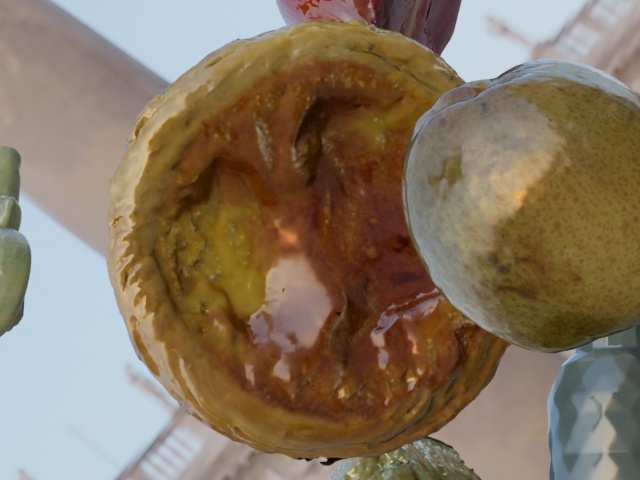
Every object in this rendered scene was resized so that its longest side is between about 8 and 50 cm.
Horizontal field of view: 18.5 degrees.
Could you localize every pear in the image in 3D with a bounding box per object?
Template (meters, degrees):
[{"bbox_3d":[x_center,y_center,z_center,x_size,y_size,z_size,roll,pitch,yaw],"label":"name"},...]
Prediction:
[{"bbox_3d":[0.164,-0.033,1.449,0.228,0.211,0.188,-30,21,47],"label":"pear"}]

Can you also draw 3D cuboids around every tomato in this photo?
[{"bbox_3d":[0.051,-0.324,2.132,0.335,0.176,0.289,51,-125,-64],"label":"tomato"}]

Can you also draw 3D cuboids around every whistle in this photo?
[{"bbox_3d":[-0.352,0.009,2.136,0.067,0.258,0.126,19,-41,-27],"label":"whistle"}]

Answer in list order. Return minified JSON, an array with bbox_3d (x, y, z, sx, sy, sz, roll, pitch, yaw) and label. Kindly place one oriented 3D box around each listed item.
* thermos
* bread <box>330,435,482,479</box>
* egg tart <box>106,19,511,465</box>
[{"bbox_3d":[0.298,0.182,1.884,0.145,0.182,0.286,5,-100,-38],"label":"thermos"},{"bbox_3d":[0.106,0.305,2.243,0.124,0.186,0.257,-42,-43,12],"label":"bread"},{"bbox_3d":[0.000,0.000,1.939,0.443,0.443,0.178,-51,13,-11],"label":"egg tart"}]
